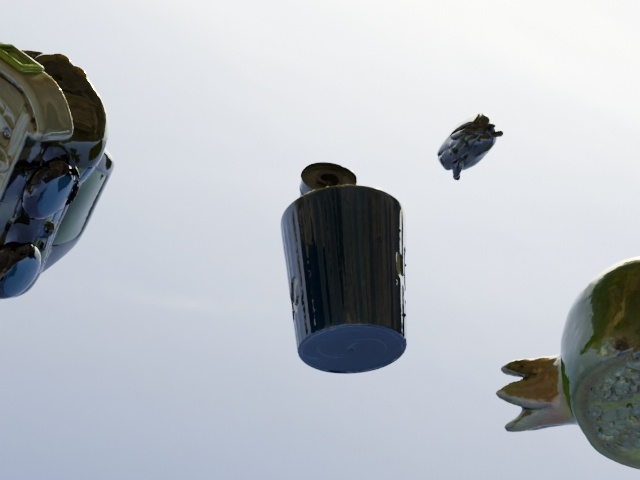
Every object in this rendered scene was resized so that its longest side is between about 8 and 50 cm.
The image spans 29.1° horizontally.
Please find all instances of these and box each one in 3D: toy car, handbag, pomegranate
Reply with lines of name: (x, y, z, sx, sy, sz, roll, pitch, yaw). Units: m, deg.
toy car: (-0.287, -0.065, 1.161, 0.204, 0.248, 0.198, 36, -158, 21)
handbag: (0.165, -0.109, 1.380, 0.047, 0.111, 0.072, 37, -111, -3)
pomegranate: (0.401, 0.143, 1.560, 0.358, 0.310, 0.216, -10, -130, 28)

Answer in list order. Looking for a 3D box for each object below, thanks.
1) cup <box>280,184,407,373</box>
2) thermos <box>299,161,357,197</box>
cup: (0.030, 0.054, 1.258, 0.131, 0.176, 0.155, -7, -124, 6)
thermos: (0.003, -0.002, 1.599, 0.073, 0.188, 0.083, -9, -141, -22)
